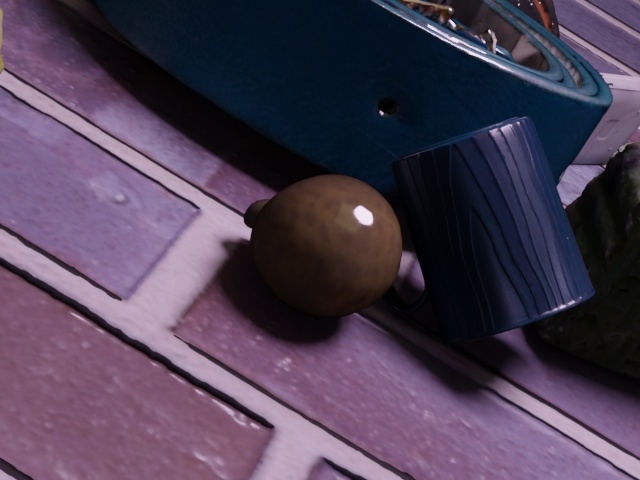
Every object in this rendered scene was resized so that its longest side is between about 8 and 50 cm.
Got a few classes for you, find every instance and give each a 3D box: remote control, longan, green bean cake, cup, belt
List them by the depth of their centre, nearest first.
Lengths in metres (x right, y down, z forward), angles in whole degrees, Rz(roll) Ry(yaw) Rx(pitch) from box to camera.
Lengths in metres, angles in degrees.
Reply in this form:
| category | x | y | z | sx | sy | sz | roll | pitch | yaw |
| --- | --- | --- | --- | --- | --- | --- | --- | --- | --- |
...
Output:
| category | x | y | z | sx | sy | sz | roll | pitch | yaw |
| --- | --- | --- | --- | --- | --- | --- | --- | --- | --- |
| longan | 0.000 | 0.000 | 0.960 | 0.119 | 0.106 | 0.106 | 27 | 21 | 35 |
| cup | 0.106 | -0.004 | 1.003 | 0.150 | 0.113 | 0.138 | -19 | 91 | -20 |
| green bean cake | 0.269 | 0.030 | 1.094 | 0.173 | 0.181 | 0.094 | 20 | 39 | -21 |
| belt | 0.024 | -0.173 | 1.184 | 0.436 | 0.173 | 0.300 | 34 | 21 | 0 |
| remote control | 0.242 | -0.122 | 1.392 | 0.250 | 0.103 | 0.034 | -4 | 46 | -46 |

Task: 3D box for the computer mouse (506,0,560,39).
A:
| category | x | y | z | sx | sy | sz | roll | pitch | yaw |
| --- | --- | --- | --- | --- | --- | --- | --- | --- | --- |
| computer mouse | 0.095 | -0.262 | 1.390 | 0.323 | 0.183 | 0.116 | 33 | 54 | 2 |

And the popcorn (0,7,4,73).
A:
| category | x | y | z | sx | sy | sz | roll | pitch | yaw |
| --- | --- | --- | --- | --- | --- | --- | --- | --- | --- |
| popcorn | -0.305 | -0.219 | 0.903 | 0.259 | 0.212 | 0.259 | 17 | 29 | -10 |

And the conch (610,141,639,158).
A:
| category | x | y | z | sx | sy | sz | roll | pitch | yaw |
| --- | --- | --- | --- | --- | --- | --- | --- | --- | --- |
| conch | 0.339 | -0.069 | 1.454 | 0.076 | 0.056 | 0.085 | 52 | 32 | 11 |
